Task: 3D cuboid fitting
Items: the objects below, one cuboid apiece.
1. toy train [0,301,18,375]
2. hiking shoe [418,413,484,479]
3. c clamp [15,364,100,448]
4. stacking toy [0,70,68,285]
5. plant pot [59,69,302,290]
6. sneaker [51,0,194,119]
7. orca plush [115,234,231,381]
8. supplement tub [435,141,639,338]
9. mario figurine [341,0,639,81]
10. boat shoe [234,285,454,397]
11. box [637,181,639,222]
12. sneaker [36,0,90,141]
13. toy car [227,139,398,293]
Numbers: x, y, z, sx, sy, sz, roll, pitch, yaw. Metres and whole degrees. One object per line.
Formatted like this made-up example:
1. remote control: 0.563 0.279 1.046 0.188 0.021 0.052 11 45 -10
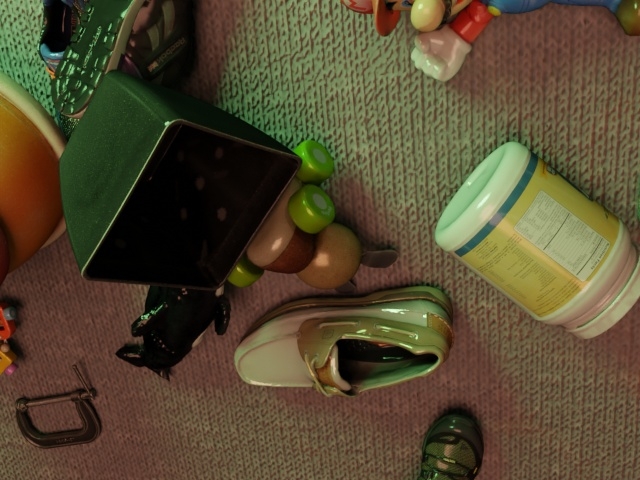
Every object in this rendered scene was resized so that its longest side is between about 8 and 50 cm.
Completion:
1. toy train: -0.507 0.145 1.098 0.166 0.046 0.125 -14 106 14
2. hiking shoe: 0.164 0.343 0.988 0.086 0.114 0.227 14 114 6
3. c clamp: -0.406 0.261 1.135 0.161 0.022 0.137 -17 112 17
4. stacking toy: -0.488 0.039 0.778 0.351 0.480 0.350 3 135 2
5. plant pot: -0.168 -0.075 0.791 0.167 0.188 0.187 48 112 33
6. sneaker: -0.192 -0.254 0.850 0.107 0.124 0.283 34 96 36
7. orca plush: -0.217 0.092 0.959 0.287 0.102 0.151 -43 74 41
8. supplement tub: 0.245 0.002 0.818 0.200 0.144 0.144 37 114 -4
9. mario figurine: 0.174 -0.245 0.724 0.320 0.170 0.198 2 114 10
10. boat shoe: 0.019 0.139 0.937 0.302 0.103 0.113 -18 119 20
11. box: 0.441 -0.042 0.806 0.169 0.054 0.059 -1 111 13
12. sneaker: -0.301 -0.211 0.884 0.083 0.087 0.221 5 112 12
13. toy car: 0.000 0.000 0.901 0.188 0.149 0.155 31 130 -30
